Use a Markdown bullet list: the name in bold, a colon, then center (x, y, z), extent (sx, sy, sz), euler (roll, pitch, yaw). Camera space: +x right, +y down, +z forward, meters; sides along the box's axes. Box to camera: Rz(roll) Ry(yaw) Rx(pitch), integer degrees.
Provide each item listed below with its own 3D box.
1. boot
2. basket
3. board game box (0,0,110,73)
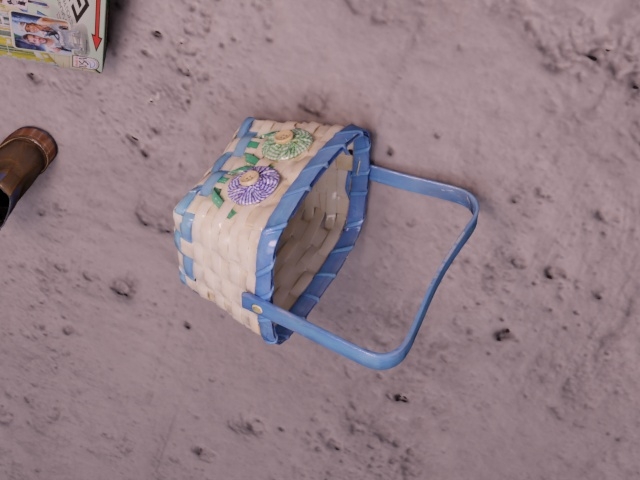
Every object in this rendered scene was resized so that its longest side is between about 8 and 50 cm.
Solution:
- **boot**: center (-0.422, -0.054, 1.459), extent (0.082, 0.106, 0.219), euler (41, 129, -16)
- **basket**: center (0.000, 0.000, 1.266), extent (0.289, 0.254, 0.201), euler (21, 140, 14)
- **board game box**: center (-0.316, -0.290, 1.167), extent (0.214, 0.046, 0.317), euler (8, 152, -8)
